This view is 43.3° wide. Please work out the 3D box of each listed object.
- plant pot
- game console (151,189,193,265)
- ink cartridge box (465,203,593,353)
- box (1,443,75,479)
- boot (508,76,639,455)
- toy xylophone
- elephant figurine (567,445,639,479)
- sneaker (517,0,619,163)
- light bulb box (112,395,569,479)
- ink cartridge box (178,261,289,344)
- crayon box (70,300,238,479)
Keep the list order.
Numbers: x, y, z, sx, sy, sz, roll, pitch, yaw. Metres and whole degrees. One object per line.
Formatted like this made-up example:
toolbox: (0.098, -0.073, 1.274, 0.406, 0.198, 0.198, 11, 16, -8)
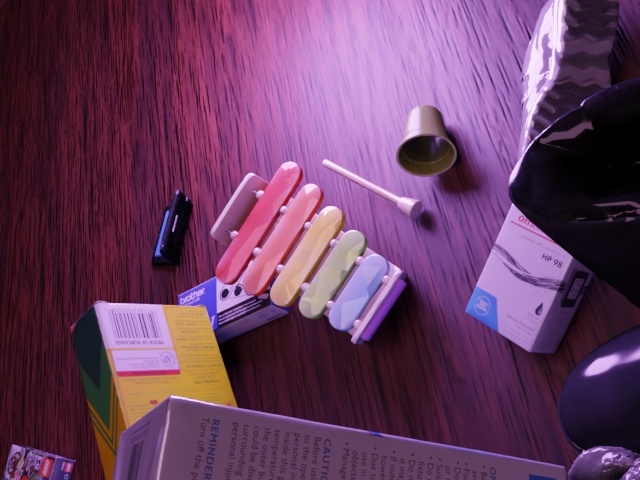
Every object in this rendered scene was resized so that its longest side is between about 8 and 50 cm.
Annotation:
plant pot: (0.147, -0.146, 1.132, 0.083, 0.083, 0.079, -26, 42, 31)
game console: (-0.281, -0.022, 1.458, 0.071, 0.107, 0.122, 7, 74, 14)
ink cartridge box: (0.254, 0.027, 0.931, 0.104, 0.060, 0.180, 33, 106, 46)
box: (-0.534, 0.498, 1.452, 0.159, 0.044, 0.233, -2, 69, 42)
boot: (0.279, 0.055, 0.646, 0.367, 0.445, 0.146, -27, 54, 30)
toy xylophone: (0.000, 0.000, 1.150, 0.322, 0.081, 0.236, 24, 86, 32)
elephant figurine: (0.290, 0.248, 0.692, 0.169, 0.186, 0.239, 17, 121, 54)
sneaker: (0.304, -0.188, 1.014, 0.115, 0.105, 0.281, 166, 120, -78)
light bulb box: (-0.016, 0.307, 0.769, 0.358, 0.361, 0.225, 140, 141, -64)
ink cartridge box: (-0.142, 0.102, 1.288, 0.207, 0.046, 0.097, -26, 53, 31)
crayon box: (-0.218, 0.246, 1.145, 0.081, 0.202, 0.319, -39, 60, 33)
